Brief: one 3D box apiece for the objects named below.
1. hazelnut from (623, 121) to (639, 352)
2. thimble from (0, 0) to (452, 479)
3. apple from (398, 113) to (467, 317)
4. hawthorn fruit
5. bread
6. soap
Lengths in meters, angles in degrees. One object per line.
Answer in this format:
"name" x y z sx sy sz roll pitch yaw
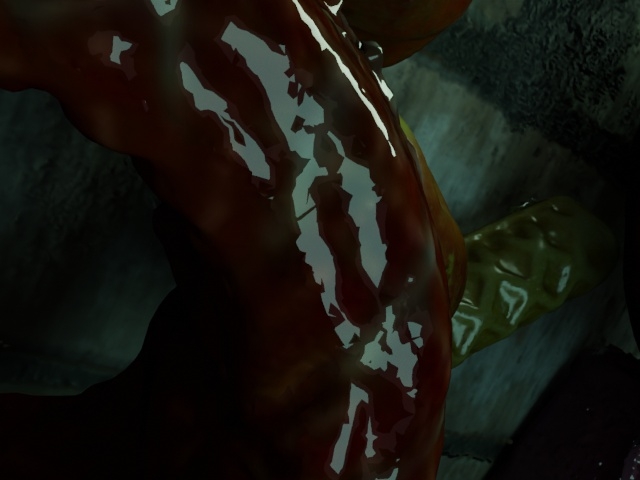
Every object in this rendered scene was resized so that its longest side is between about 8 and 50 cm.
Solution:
"hazelnut" 0.363 0.004 0.843 0.353 0.421 0.421 -41 135 7
"thimble" -0.117 0.015 0.481 0.350 0.230 0.350 -2 111 -6
"apple" 0.000 0.000 0.695 0.139 0.163 0.163 -28 132 4
"hawthorn fruit" 0.029 -0.152 0.665 0.128 0.128 0.128 -19 123 -32
"bread" 0.043 0.062 0.809 0.367 0.084 0.077 -25 131 -29
"soap" 0.216 0.224 1.022 0.182 0.112 0.289 -5 115 -39
